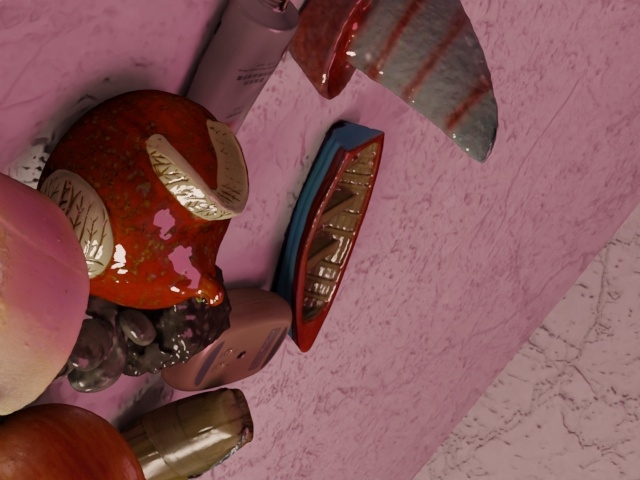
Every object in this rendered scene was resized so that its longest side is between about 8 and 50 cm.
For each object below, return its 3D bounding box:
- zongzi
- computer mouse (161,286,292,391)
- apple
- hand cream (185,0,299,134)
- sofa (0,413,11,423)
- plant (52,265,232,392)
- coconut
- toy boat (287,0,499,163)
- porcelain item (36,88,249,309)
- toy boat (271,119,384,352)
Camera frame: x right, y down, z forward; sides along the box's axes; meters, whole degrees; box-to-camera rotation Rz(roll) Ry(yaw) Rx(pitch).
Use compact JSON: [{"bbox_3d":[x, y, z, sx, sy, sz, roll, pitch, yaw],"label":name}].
[{"bbox_3d":[-0.172,0.282,2.298,0.228,0.115,0.256,-26,167,15],"label":"zongzi"},{"bbox_3d":[-0.133,0.134,2.233,0.236,0.082,0.145,-13,138,-57],"label":"computer mouse"},{"bbox_3d":[-0.340,0.343,1.975,0.286,0.233,0.286,-40,160,-18],"label":"apple"},{"bbox_3d":[-0.107,-0.165,1.841,0.124,0.078,0.341,-25,152,-47],"label":"hand cream"},{"bbox_3d":[-0.367,0.172,1.915,0.118,0.039,0.060,-41,157,-22],"label":"sofa"},{"bbox_3d":[-0.233,0.093,1.897,0.146,0.149,0.274,-22,178,43],"label":"plant"},{"bbox_3d":[-0.341,0.045,1.550,0.233,0.233,0.245,-49,150,-1],"label":"coconut"},{"bbox_3d":[0.111,-0.211,1.885,0.206,0.282,0.096,-51,159,5],"label":"toy boat"},{"bbox_3d":[-0.171,-0.025,1.721,0.253,0.253,0.253,-40,156,-22],"label":"porcelain item"},{"bbox_3d":[0.000,0.000,2.277,0.136,0.079,0.392,-31,150,-43],"label":"toy boat"}]
